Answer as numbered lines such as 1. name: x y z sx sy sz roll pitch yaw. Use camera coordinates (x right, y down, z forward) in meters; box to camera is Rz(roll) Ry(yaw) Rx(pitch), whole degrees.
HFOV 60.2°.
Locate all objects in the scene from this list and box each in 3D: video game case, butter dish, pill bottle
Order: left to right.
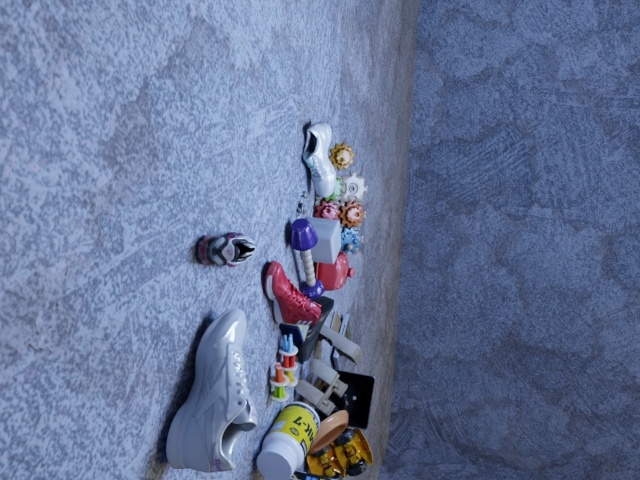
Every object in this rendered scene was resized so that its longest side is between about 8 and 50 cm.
1. pill bottle: -0.086 0.541 1.486 0.208 0.119 0.119 -47 141 -64
2. butter dish: 0.051 0.097 1.776 0.160 0.118 0.160 -28 123 -72
3. video game case: 0.089 0.425 2.199 0.212 0.023 0.193 81 22 -52

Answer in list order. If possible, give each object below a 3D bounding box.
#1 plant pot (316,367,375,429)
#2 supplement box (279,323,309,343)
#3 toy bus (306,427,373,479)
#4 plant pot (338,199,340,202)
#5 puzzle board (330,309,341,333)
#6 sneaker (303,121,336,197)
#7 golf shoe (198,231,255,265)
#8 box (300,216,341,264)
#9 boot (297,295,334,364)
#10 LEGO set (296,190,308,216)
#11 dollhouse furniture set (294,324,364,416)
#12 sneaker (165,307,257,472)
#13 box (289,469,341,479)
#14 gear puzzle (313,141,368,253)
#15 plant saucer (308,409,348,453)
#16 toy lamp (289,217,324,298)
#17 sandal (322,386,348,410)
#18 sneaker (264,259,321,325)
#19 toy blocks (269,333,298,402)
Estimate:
1. plant pot: 0.089 0.578 2.033 0.167 0.188 0.188 90 10 -77
2. supplement box: -0.068 0.227 1.527 0.083 0.056 0.083 78 25 -49
3. toy bus: 0.050 0.769 1.996 0.150 0.220 0.211 68 -15 1
4. plant pot: 0.045 -0.091 1.738 0.081 0.083 0.082 -21 116 -72
5. puzzle board: 0.055 0.331 2.086 0.128 0.011 0.096 71 31 -56
6. sneaker: -0.013 -0.216 1.529 0.094 0.080 0.212 -34 123 -54
7. golf shoe: -0.160 0.022 1.069 0.186 0.085 0.068 -16 110 -74
8. box: 0.000 0.000 1.585 0.087 0.101 0.102 -65 156 -46
9. boot: -0.023 0.272 1.700 0.198 0.076 0.137 -41 141 -48
10. LEGO set: -0.045 -0.099 1.527 0.054 0.023 0.083 55 44 -67
11. dollhouse furniture set: 0.004 0.418 1.799 0.242 0.161 0.212 -54 155 -15
12. sneaker: -0.170 0.276 1.025 0.114 0.152 0.305 66 33 -57
13. box: 0.017 0.764 1.690 0.322 0.257 0.079 65 36 -63
14. gear puzzle: 0.068 -0.126 1.668 0.044 0.175 0.339 -154 -113 -67
15. plant saucer: 0.018 0.640 1.825 0.200 0.037 0.200 -32 151 -20
16. toy lamp: -0.036 0.052 1.527 0.275 0.080 0.080 79 24 -45
17. sandal: 0.050 0.518 1.912 0.040 0.179 0.067 9 116 -38
18. sneaker: -0.060 0.135 1.386 0.221 0.128 0.087 79 23 -50
19. toy blocks: -0.098 0.336 1.475 0.123 0.054 0.148 -49 142 -64
